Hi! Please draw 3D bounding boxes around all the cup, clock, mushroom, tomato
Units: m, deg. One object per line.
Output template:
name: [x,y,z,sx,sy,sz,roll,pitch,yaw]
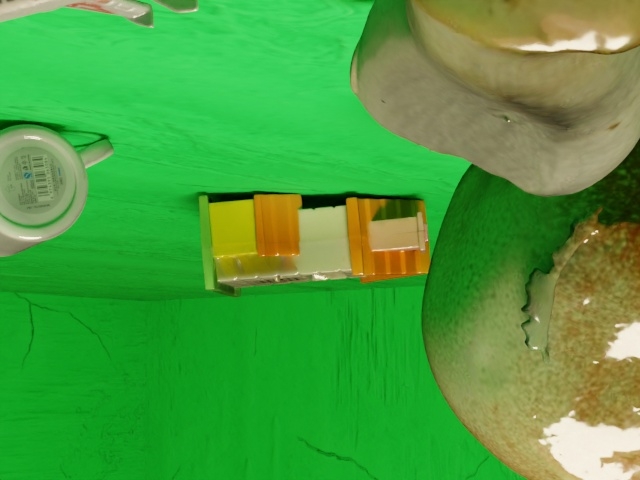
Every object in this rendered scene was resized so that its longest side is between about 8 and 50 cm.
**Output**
cup: [-0.253,-0.055,1.177,0.099,0.136,0.133,37,160,-16]
clock: [0.000,0.000,1.629,0.255,0.106,0.220,-5,175,4]
mushroom: [0.081,-0.094,0.610,0.159,0.122,0.329,-10,172,6]
tomato: [0.211,0.029,1.019,0.239,0.303,0.303,19,167,-22]

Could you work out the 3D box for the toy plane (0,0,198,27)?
toy plane: [-0.127,-0.121,0.591,0.171,0.065,0.162,1,175,6]
